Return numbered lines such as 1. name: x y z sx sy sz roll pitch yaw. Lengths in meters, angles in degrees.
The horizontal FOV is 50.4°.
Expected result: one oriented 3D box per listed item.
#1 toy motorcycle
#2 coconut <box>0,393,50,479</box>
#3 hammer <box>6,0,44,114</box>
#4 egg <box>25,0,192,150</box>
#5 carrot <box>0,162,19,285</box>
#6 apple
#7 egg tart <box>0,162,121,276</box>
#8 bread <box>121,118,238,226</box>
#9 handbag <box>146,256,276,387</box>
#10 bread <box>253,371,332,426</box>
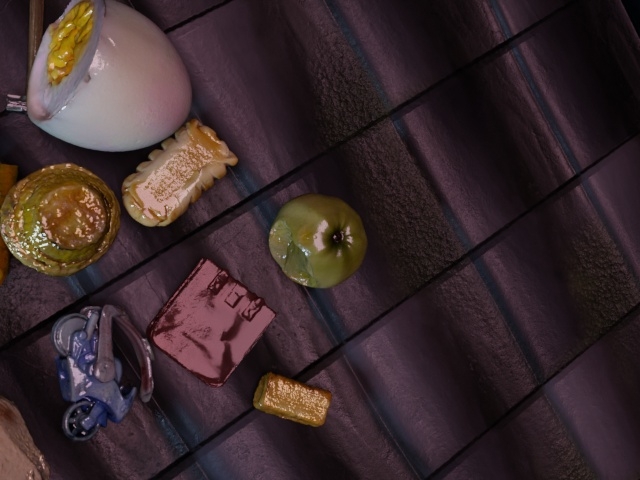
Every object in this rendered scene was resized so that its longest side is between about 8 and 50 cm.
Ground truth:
1. toy motorcycle: -0.527 0.317 1.677 0.241 0.182 0.318 -7 89 -19
2. coconut: -0.808 0.478 1.474 0.415 0.415 0.344 39 56 -14
3. hammer: -0.723 -0.495 1.716 0.111 0.043 0.365 2 85 -17
4. egg: -0.477 -0.372 1.651 0.340 0.355 0.354 23 80 -44
5. carrot: -0.795 -0.039 1.635 0.114 0.114 0.301 5 84 -19
6. apple: 0.000 0.000 1.842 0.279 0.279 0.278 1 88 -19
7. egg tart: -0.616 -0.053 1.656 0.294 0.123 0.293 4 84 -41
8. bread: -0.379 -0.169 1.775 0.311 0.121 0.173 -44 98 -15
9. handbag: -0.290 0.220 1.815 0.260 0.084 0.275 38 77 -13
10. bread: -0.076 0.440 1.880 0.211 0.083 0.113 23 76 -17
